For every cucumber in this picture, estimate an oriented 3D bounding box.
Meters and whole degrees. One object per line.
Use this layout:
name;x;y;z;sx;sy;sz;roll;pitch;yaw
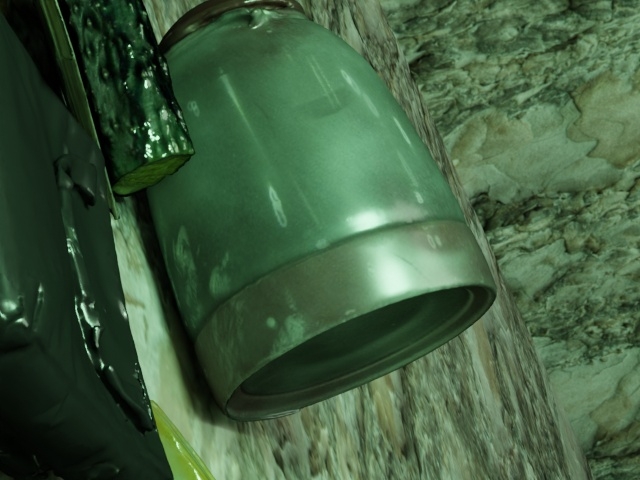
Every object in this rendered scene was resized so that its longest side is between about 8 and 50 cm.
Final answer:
cucumber;-0.165;-0.141;1.380;0.062;0.078;0.211;-7;71;-48

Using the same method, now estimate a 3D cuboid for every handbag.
handbag;-0.170;0.003;1.035;0.244;0.088;0.275;57;13;-56

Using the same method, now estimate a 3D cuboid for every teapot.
teapot;-0.034;-0.031;1.491;0.315;0.233;0.312;117;-47;-64

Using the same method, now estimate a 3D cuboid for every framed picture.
framed picture;-0.179;-0.144;1.235;0.252;0.014;0.197;89;-18;-68

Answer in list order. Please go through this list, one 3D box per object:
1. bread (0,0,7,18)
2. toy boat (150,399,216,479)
bread;-0.241;-0.192;1.098;0.116;0.077;0.200;65;8;22
toy boat;-0.083;0.184;1.177;0.172;0.065;0.066;66;-11;-16
